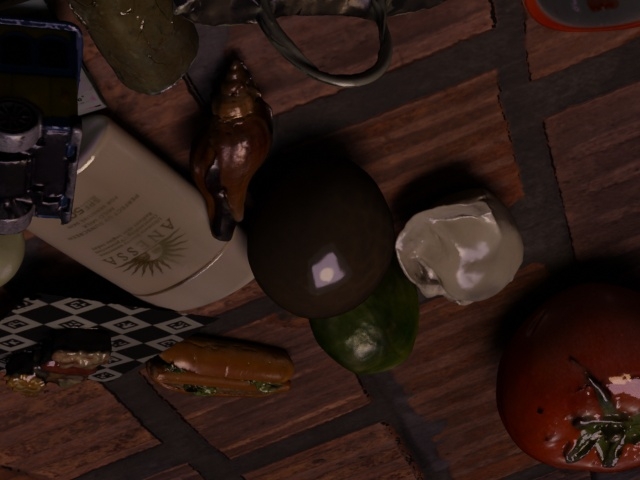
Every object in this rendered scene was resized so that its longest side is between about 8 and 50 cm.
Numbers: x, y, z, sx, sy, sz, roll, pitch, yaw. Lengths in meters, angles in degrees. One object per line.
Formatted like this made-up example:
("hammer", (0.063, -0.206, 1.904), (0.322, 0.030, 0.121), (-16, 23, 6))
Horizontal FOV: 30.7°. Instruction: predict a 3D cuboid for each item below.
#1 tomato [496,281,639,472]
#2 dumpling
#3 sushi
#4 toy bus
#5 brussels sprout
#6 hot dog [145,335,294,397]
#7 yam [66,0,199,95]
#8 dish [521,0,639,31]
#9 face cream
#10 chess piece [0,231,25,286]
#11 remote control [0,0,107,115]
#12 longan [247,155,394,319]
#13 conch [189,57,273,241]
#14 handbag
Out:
("tomato", (0.437, 0.205, 1.848), (0.341, 0.273, 0.341), (-2, 138, -2))
("dumpling", (0.193, 0.014, 1.583), (0.162, 0.132, 0.250), (-29, 144, 8))
("sushi", (-0.319, 0.157, 1.547), (0.264, 0.050, 0.290), (12, 150, -36))
("toy bus", (-0.368, -0.117, 1.081), (0.287, 0.175, 0.138), (3, 139, -16))
("brussels sprout", (0.057, 0.089, 1.582), (0.161, 0.181, 0.144), (-14, 155, -24))
("hot dog", (-0.146, 0.196, 1.730), (0.249, 0.068, 0.100), (12, 134, -37))
("yam", (-0.196, -0.250, 1.073), (0.106, 0.106, 0.259), (-22, 147, 4))
("dish", (0.299, -0.334, 1.169), (0.256, 0.117, 0.256), (-12, 145, -9))
("face cream", (-0.215, -0.016, 1.396), (0.173, 0.081, 0.348), (-30, 143, 14))
("chess piece", (-0.427, -0.014, 1.264), (0.144, 0.144, 0.251), (-33, 147, 20))
("remote control", (-0.277, -0.183, 1.186), (0.065, 0.029, 0.166), (-16, 141, 6))
("longan", (0.000, 0.000, 1.429), (0.198, 0.198, 0.212), (-16, 162, -3))
("conch", (-0.104, -0.094, 1.314), (0.086, 0.080, 0.233), (17, 114, -11))
("handbag", (-0.018, -0.256, 0.956), (0.241, 0.315, 0.109), (-7, 141, -17))
